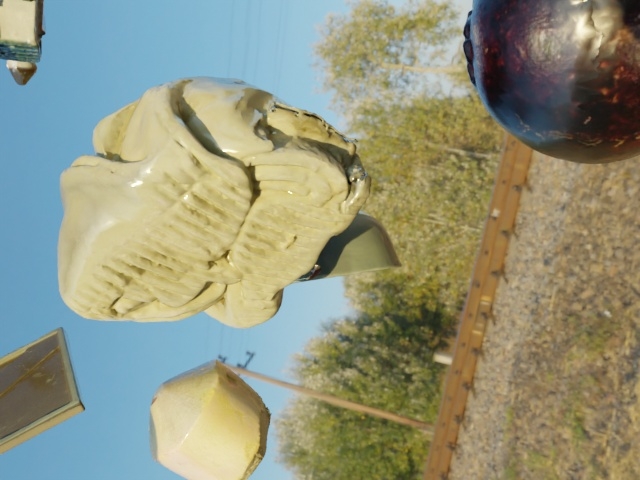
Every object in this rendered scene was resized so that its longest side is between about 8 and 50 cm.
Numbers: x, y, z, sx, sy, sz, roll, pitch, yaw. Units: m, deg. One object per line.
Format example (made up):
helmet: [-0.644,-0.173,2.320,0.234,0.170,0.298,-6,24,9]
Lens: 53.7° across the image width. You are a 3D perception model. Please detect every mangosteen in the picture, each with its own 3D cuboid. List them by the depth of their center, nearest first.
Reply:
mangosteen: [0.256,-0.181,0.529,0.228,0.266,0.228,-5,-90,-69]

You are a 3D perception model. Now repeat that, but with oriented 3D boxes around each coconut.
coconut: [-0.151,0.237,0.824,0.147,0.153,0.147,-44,16,16]

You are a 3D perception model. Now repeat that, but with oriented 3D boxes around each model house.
model house: [-0.690,-0.477,1.358,0.271,0.190,0.300,-120,36,-48]

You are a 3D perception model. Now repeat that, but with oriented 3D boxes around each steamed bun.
steamed bun: [-0.143,-0.059,0.814,0.346,0.394,0.237,77,171,-50]

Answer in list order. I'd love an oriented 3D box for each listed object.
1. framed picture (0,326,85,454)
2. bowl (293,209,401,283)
framed picture: [-0.544,0.275,0.980,0.247,0.335,0.022,38,151,56]
bowl: [0.000,0.000,1.184,0.289,0.290,0.146,8,-106,-79]
